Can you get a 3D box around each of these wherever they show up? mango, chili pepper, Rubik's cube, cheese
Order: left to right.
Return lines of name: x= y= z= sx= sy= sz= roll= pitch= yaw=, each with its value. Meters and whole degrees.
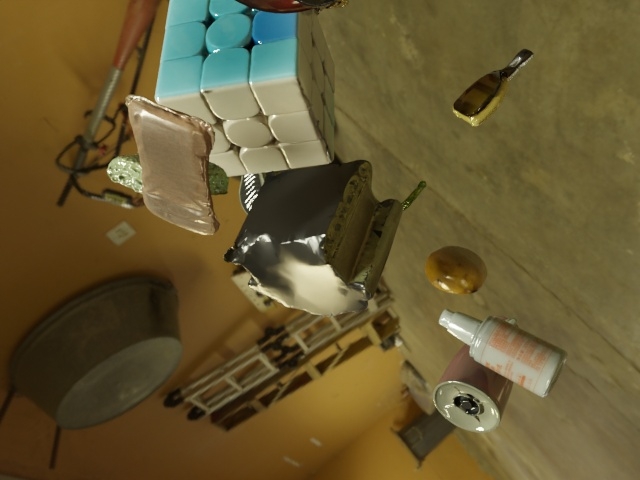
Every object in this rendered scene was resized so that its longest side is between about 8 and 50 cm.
Rubik's cube: x=-0.140 y=-0.336 z=1.263 sx=0.291 sy=0.292 sz=0.290 roll=61 pitch=-154 yaw=-59
chili pepper: x=0.156 y=-0.074 z=1.053 sx=0.017 sy=0.083 sz=0.030 roll=46 pitch=-178 yaw=-20
mango: x=0.255 y=0.058 z=1.133 sx=0.115 sy=0.090 sz=0.178 roll=15 pitch=-170 yaw=17
cheese: x=0.312 y=-0.278 z=1.066 sx=0.036 sy=0.162 sz=0.086 roll=38 pitch=-170 yaw=-33

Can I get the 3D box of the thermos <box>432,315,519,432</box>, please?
thermos: x=0.363 y=0.287 z=1.340 sx=0.146 sy=0.265 sz=0.176 roll=35 pitch=135 yaw=9

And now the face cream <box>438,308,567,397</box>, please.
face cream: x=0.348 y=0.205 z=1.184 sx=0.252 sy=0.101 sz=0.101 roll=27 pitch=161 yaw=29

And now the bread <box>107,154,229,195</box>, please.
bread: x=-0.289 y=-0.121 z=1.125 sx=0.172 sy=0.232 sz=0.064 roll=-106 pitch=22 yaw=-66

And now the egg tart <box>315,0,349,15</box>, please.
egg tart: x=-0.042 y=-0.579 z=1.333 sx=0.241 sy=0.106 sz=0.241 roll=27 pitch=-177 yaw=-2

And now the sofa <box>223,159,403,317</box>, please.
sofa: x=0.000 y=0.000 z=1.007 sx=0.258 sy=0.200 sz=0.182 roll=-2 pitch=145 yaw=39

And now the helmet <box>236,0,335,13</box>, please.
helmet: x=-0.025 y=-0.297 z=0.507 sx=0.193 sy=0.216 sz=0.189 roll=1 pitch=134 yaw=37

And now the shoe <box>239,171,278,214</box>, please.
shoe: x=-0.157 y=-0.168 z=1.617 sx=0.112 sy=0.099 sz=0.227 roll=5 pitch=-105 yaw=-54

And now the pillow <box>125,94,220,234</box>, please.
pillow: x=-0.198 y=-0.095 z=0.809 sx=0.135 sy=0.034 sz=0.211 roll=21 pitch=138 yaw=12
